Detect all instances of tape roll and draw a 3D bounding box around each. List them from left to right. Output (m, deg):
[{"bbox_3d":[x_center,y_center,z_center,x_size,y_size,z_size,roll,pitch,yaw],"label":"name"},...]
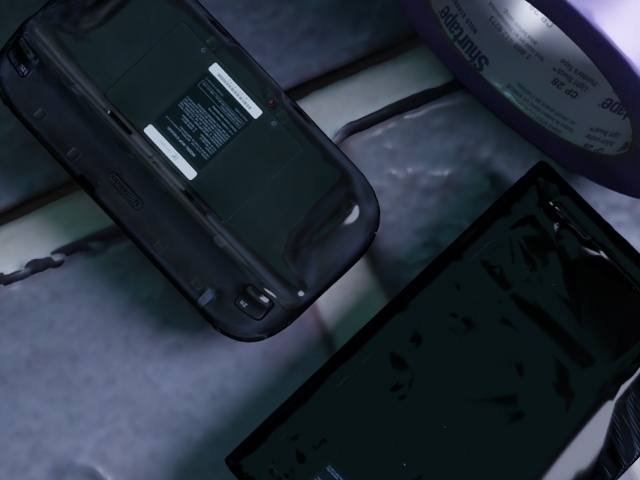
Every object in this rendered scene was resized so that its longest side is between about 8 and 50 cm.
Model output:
[{"bbox_3d":[0.122,-0.111,0.931,0.189,0.189,0.080,38,79,14],"label":"tape roll"}]

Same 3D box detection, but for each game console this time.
[{"bbox_3d":[0.000,0.000,0.959,0.213,0.044,0.361,-42,82,-10],"label":"game console"}]
